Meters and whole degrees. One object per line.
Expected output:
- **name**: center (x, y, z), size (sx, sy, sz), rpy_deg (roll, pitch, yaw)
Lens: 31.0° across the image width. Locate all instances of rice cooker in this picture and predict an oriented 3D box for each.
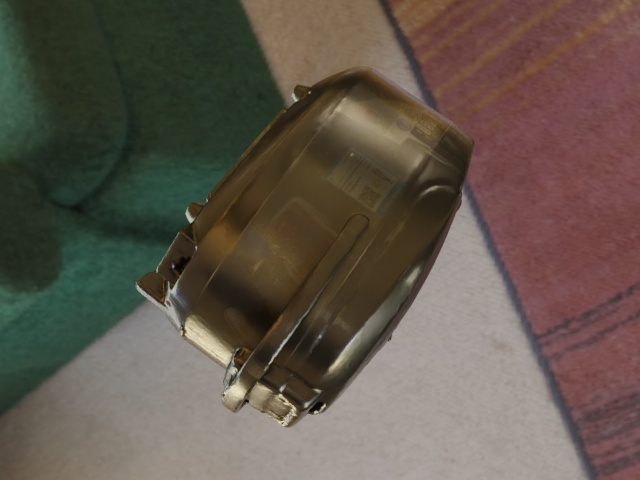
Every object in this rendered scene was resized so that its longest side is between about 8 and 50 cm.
- **rice cooker**: center (0.000, 0.000, 0.519), size (0.106, 0.165, 0.112), rpy_deg (41, 158, 5)
